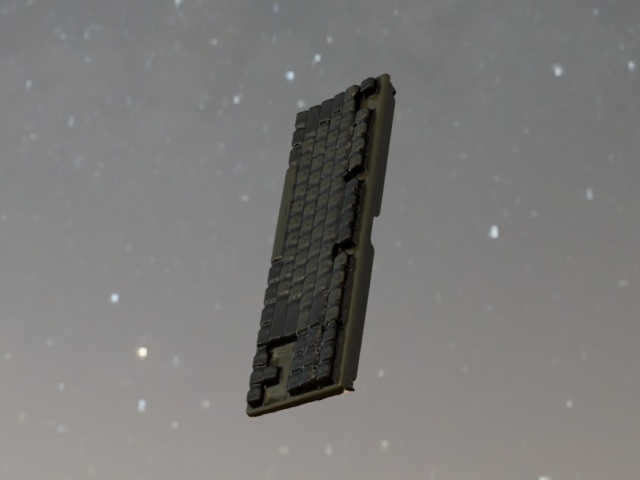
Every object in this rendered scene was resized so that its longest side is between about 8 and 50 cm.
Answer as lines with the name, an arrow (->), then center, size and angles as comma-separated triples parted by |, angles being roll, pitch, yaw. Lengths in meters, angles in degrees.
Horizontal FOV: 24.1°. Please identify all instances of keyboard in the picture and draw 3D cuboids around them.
keyboard -> 0.000, 0.000, 0.538 | 0.049, 0.129, 0.015 | -17, -38, 39
